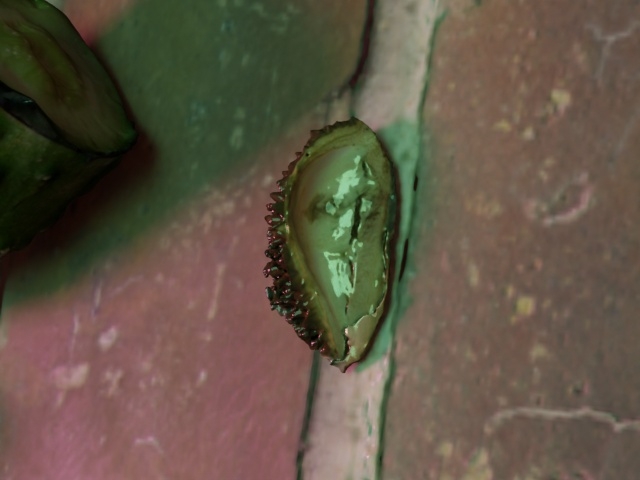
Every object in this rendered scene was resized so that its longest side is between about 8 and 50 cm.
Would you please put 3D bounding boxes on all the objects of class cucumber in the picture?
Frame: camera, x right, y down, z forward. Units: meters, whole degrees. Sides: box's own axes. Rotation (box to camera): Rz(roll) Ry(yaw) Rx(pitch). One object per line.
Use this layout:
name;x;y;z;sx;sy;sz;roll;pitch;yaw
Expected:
cucumber;-0.223;-0.027;1.094;0.244;0.134;0.134;-44;59;26

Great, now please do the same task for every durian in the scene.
durian;0.002;0.001;0.999;0.066;0.052;0.130;6;83;-6
